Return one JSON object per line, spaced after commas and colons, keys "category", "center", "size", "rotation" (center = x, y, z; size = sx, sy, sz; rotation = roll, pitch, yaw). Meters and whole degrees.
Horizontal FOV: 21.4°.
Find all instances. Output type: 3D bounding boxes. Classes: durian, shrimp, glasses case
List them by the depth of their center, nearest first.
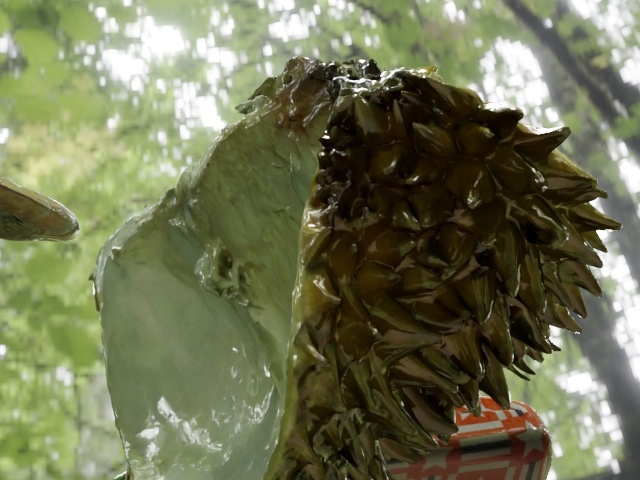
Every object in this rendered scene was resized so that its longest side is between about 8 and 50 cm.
{"category": "durian", "center": [-0.009, 0.026, 0.567], "size": [0.139, 0.144, 0.252], "rotation": [50, -26, 1]}
{"category": "glasses case", "center": [0.008, 0.106, 0.760], "size": [0.195, 0.049, 0.073], "rotation": [-2, -53, -19]}
{"category": "shrimp", "center": [-0.327, -0.050, 1.530], "size": [0.254, 0.145, 0.059], "rotation": [32, -103, -36]}

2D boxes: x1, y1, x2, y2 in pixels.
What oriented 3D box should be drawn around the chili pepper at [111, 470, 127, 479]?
{"category": "chili pepper", "center": [-0.066, 0.257, 1.111], "size": [0.100, 0.074, 0.257], "rotation": [-43, -65, 13]}
